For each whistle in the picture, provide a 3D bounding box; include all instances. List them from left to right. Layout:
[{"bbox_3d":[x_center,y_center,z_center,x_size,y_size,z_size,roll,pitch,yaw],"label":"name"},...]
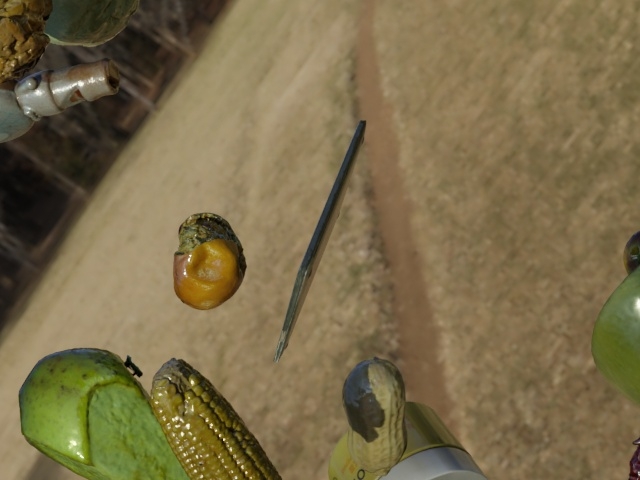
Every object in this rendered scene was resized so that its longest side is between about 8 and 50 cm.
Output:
[{"bbox_3d":[-0.315,-0.149,1.369,0.107,0.220,0.057,39,-140,-67],"label":"whistle"}]

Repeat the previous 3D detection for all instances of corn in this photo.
[{"bbox_3d":[-0.116,0.254,1.545,0.097,0.261,0.097,-28,16,9],"label":"corn"}]

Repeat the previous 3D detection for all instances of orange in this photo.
[{"bbox_3d":[-0.096,0.021,1.150,0.086,0.062,0.086,6,-90,-88],"label":"orange"}]

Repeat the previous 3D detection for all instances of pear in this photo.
[{"bbox_3d":[-0.266,0.235,1.672,0.164,0.255,0.238,-60,15,-19],"label":"pear"}]

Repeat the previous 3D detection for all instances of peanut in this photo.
[{"bbox_3d":[0.076,0.252,1.859,0.090,0.098,0.214,-28,-48,-30],"label":"peanut"}]

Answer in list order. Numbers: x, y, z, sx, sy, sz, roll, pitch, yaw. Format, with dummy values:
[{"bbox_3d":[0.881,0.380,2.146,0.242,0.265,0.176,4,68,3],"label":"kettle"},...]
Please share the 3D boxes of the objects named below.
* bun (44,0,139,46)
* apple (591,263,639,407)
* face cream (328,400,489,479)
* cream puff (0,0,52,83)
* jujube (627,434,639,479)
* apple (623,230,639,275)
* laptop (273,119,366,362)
[{"bbox_3d":[-0.245,-0.309,1.428,0.221,0.108,0.221,18,-90,-87],"label":"bun"},{"bbox_3d":[0.473,0.057,1.470,0.312,0.360,0.320,-8,80,42],"label":"apple"},{"bbox_3d":[0.144,0.398,2.128,0.218,0.218,0.179,-53,41,13],"label":"face cream"},{"bbox_3d":[-0.311,-0.199,1.240,0.119,0.104,0.133,-13,25,41],"label":"cream puff"},{"bbox_3d":[0.411,0.305,1.553,0.104,0.104,0.166,-101,18,-77],"label":"jujube"},{"bbox_3d":[0.551,0.026,2.143,0.102,0.099,0.114,-15,-12,-16],"label":"apple"},{"bbox_3d":[0.000,0.000,1.591,0.187,0.015,0.269,107,-177,-49],"label":"laptop"}]
